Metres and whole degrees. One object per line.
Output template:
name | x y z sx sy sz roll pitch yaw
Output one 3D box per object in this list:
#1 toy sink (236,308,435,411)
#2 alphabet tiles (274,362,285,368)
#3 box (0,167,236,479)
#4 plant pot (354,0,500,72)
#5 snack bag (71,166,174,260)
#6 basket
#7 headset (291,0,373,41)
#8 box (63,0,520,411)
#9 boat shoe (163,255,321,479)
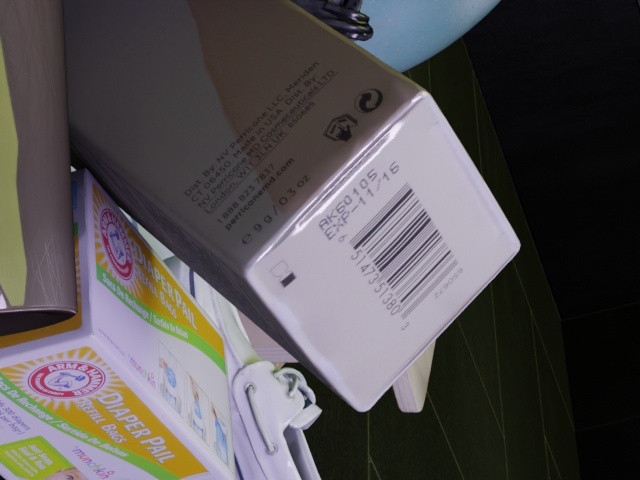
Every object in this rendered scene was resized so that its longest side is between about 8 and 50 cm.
toy sink | 0.000 0.000 1.407 0.153 0.131 0.234 -76 156 -44
alphabet tiles | -0.062 -0.073 1.488 0.285 0.011 0.343 -44 122 -48
box | -0.134 0.065 1.043 0.203 0.114 0.103 55 23 -54
plant pot | -0.012 -0.210 1.279 0.196 0.293 0.293 -56 153 -9
snack bag | -0.159 -0.120 1.243 0.323 0.037 0.342 -68 141 -59
basket | -0.191 -0.068 0.877 0.204 0.154 0.227 7 73 -64
headset | 0.002 -0.232 0.990 0.243 0.185 0.394 -60 166 -28
box | -0.059 -0.063 0.989 0.311 0.121 0.148 39 -9 39
boat shoe | -0.035 0.110 1.191 0.083 0.075 0.226 -30 103 -77
